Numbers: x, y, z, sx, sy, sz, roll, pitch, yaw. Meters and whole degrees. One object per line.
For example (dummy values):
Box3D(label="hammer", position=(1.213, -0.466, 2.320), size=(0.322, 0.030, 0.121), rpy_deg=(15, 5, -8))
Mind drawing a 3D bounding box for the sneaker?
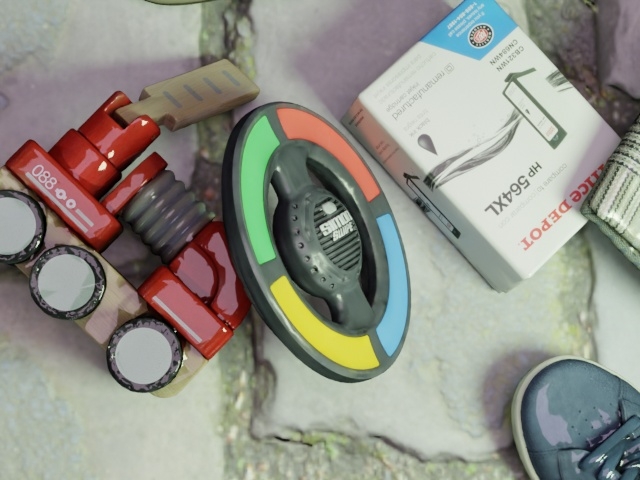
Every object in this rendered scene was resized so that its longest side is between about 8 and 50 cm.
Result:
Box3D(label="sneaker", position=(0.294, 0.229, 1.463), size=(0.131, 0.148, 0.350), rpy_deg=(-41, 89, -14))

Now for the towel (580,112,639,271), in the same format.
Box3D(label="towel", position=(0.406, -0.048, 1.534), size=(0.324, 0.056, 0.312), rpy_deg=(40, 75, -20))

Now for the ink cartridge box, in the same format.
Box3D(label="ink cartridge box", position=(0.142, -0.081, 1.522), size=(0.148, 0.086, 0.203), rpy_deg=(-43, 89, -14))

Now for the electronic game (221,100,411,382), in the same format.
Box3D(label="electronic game", position=(0.000, 0.000, 1.438), size=(0.048, 0.229, 0.229), rpy_deg=(-22, 83, 31))

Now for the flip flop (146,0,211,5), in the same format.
Box3D(label="flip flop", position=(-0.036, -0.261, 1.525), size=(0.277, 0.080, 0.112), rpy_deg=(-11, 82, -11))

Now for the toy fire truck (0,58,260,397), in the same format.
Box3D(label="toy fire truck", position=(-0.120, -0.028, 1.451), size=(0.217, 0.158, 0.246), rpy_deg=(44, 86, 0))
